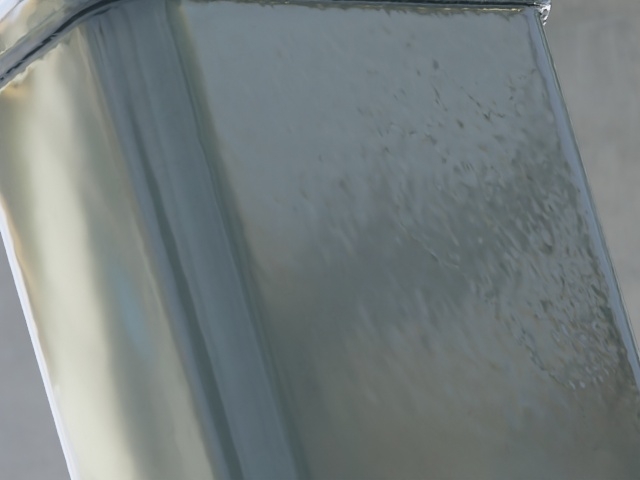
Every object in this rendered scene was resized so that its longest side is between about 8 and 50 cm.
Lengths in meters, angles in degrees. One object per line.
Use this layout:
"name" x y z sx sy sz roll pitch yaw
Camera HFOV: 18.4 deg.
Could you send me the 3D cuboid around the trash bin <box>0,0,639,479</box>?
"trash bin" 0.000 0.000 0.560 0.101 0.176 0.236 -30 -109 44
